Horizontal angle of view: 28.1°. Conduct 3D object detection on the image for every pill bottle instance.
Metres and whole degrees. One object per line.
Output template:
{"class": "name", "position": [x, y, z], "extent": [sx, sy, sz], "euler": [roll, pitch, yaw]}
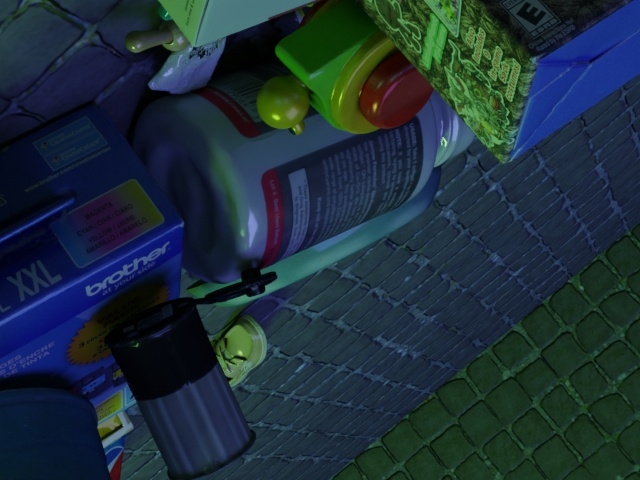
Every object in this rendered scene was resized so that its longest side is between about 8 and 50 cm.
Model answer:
{"class": "pill bottle", "position": [-0.003, -0.093, 1.208], "extent": [0.318, 0.176, 0.176], "euler": [-24, 157, -35]}

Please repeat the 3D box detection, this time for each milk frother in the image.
{"class": "milk frother", "position": [-0.088, 0.108, 1.094], "extent": [0.143, 0.134, 0.129], "euler": [-19, -165, 13]}

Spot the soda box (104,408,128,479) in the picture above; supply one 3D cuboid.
{"class": "soda box", "position": [-0.284, 0.272, 1.527], "extent": [0.067, 0.071, 0.210], "euler": [-6, 106, -57]}

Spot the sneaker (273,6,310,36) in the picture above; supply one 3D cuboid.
{"class": "sneaker", "position": [-0.025, -0.198, 1.164], "extent": [0.035, 0.031, 0.083], "euler": [-10, 169, 4]}

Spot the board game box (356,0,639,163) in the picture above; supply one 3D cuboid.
{"class": "board game box", "position": [0.140, -0.247, 0.934], "extent": [0.232, 0.291, 0.141], "euler": [-34, 159, -15]}

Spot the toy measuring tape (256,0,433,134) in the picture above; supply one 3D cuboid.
{"class": "toy measuring tape", "position": [0.086, -0.178, 1.047], "extent": [0.330, 0.121, 0.121], "euler": [-35, 161, -16]}

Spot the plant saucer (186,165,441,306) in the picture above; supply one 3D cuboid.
{"class": "plant saucer", "position": [0.000, 0.000, 1.434], "extent": [0.317, 0.043, 0.317], "euler": [-26, -177, 2]}

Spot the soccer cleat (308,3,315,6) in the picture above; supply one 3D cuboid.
{"class": "soccer cleat", "position": [0.084, -0.275, 1.129], "extent": [0.289, 0.093, 0.121], "euler": [-22, 125, -29]}

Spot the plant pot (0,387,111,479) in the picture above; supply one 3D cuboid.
{"class": "plant pot", "position": [-0.272, 0.300, 1.063], "extent": [0.272, 0.255, 0.271], "euler": [-23, 156, -11]}

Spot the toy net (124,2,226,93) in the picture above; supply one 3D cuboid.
{"class": "toy net", "position": [-0.111, -0.192, 0.996], "extent": [0.122, 0.045, 0.232], "euler": [-38, 163, -7]}

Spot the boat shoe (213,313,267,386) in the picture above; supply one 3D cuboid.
{"class": "boat shoe", "position": [-0.122, 0.163, 1.750], "extent": [0.059, 0.063, 0.170], "euler": [-32, 162, -35]}

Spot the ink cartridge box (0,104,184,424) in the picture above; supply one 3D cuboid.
{"class": "ink cartridge box", "position": [-0.268, 0.056, 1.121], "extent": [0.270, 0.151, 0.395], "euler": [-31, 158, -21]}

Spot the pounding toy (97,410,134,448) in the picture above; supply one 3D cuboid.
{"class": "pounding toy", "position": [-0.270, 0.172, 1.394], "extent": [0.141, 0.100, 0.130], "euler": [-33, 121, -16]}

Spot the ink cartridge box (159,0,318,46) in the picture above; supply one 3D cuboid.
{"class": "ink cartridge box", "position": [-0.069, -0.223, 0.795], "extent": [0.127, 0.175, 0.072], "euler": [-26, 160, -30]}
